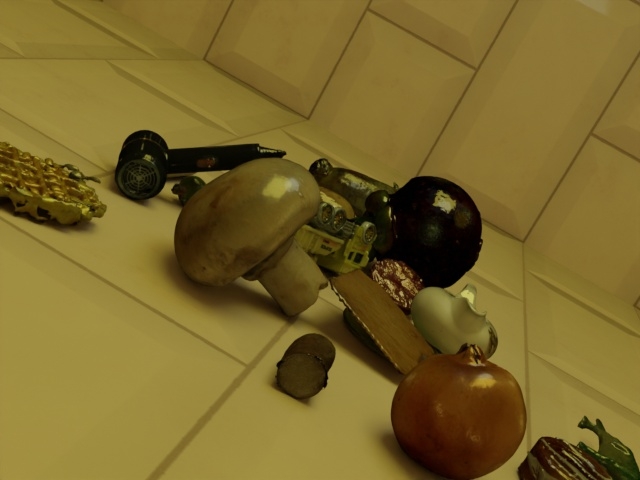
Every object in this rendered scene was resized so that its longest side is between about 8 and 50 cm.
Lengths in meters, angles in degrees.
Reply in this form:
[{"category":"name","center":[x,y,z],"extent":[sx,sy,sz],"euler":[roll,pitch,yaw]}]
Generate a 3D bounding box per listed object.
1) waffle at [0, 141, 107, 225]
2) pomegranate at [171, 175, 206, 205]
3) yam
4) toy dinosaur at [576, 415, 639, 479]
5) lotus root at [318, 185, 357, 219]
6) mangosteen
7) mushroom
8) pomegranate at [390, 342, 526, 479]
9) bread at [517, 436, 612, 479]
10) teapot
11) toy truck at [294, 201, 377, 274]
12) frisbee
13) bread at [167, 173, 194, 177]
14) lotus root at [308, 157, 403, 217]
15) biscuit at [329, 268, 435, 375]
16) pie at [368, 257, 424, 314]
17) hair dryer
[{"category":"waffle","center":[-0.512,-0.104,1.673],"extent":[0.280,0.060,0.262],"euler":[32,18,17]},{"category":"pomegranate","center":[-0.278,-0.100,2.084],"extent":[0.073,0.073,0.084],"euler":[33,37,16]},{"category":"yam","center":[-0.022,0.196,1.540],"extent":[0.084,0.084,0.127],"euler":[30,10,2]},{"category":"toy dinosaur","center":[0.592,0.458,1.788],"extent":[0.300,0.087,0.447],"euler":[32,21,13]},{"category":"lotus root","center":[0.019,-0.065,2.431],"extent":[0.220,0.118,0.125],"euler":[25,32,-6]},{"category":"mangosteen","center":[0.239,-0.017,2.350],"extent":[0.311,0.311,0.311],"euler":[27,15,-8]},{"category":"mushroom","center":[-0.107,0.009,1.743],"extent":[0.290,0.292,0.292],"euler":[56,9,-13]},{"category":"pomegranate","center":[0.210,0.269,1.507],"extent":[0.209,0.209,0.209],"euler":[27,15,-8]},{"category":"bread","center":[0.422,0.406,1.658],"extent":[0.160,0.073,0.160],"euler":[27,16,-8]},{"category":"teapot","center":[0.290,0.167,2.070],"extent":[0.204,0.139,0.298],"euler":[32,8,-3]},{"category":"toy truck","center":[0.000,0.000,2.103],"extent":[0.124,0.157,0.272],"euler":[19,-1,35]},{"category":"frisbee","center":[0.147,0.200,1.956],"extent":[0.236,0.017,0.236],"euler":[27,14,-7]},{"category":"bread","center":[-0.331,-0.172,2.248],"extent":[0.073,0.053,0.214],"euler":[29,17,13]},{"category":"lotus root","center":[0.097,-0.123,2.699],"extent":[0.309,0.173,0.173],"euler":[25,15,-16]},{"category":"biscuit","center":[0.123,0.152,1.876],"extent":[0.237,0.013,0.232],"euler":[51,20,9]},{"category":"pie","center":[0.173,0.104,2.182],"extent":[0.154,0.036,0.154],"euler":[19,46,-20]},{"category":"hair dryer","center":[-0.245,-0.166,2.022],"extent":[0.352,0.107,0.189],"euler":[-5,22,-4]}]
